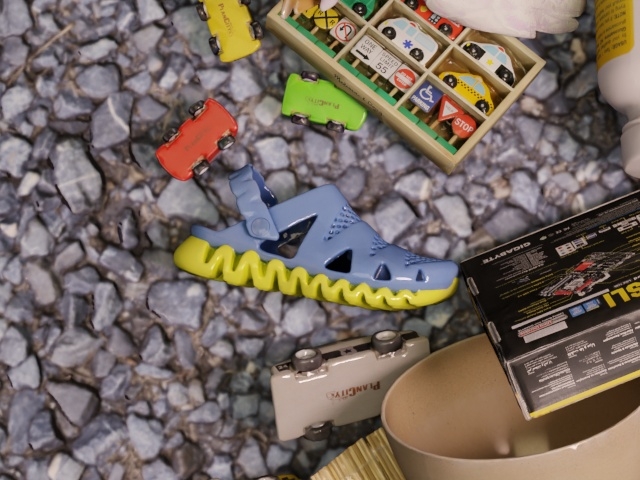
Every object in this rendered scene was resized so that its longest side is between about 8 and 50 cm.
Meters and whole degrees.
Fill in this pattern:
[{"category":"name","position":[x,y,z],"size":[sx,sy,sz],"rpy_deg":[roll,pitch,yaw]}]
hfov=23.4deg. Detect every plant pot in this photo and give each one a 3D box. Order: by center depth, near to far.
[{"category":"plant pot","position":[0.219,0.233,1.592],"size":[0.284,0.284,0.191],"rpy_deg":[-10,111,7]}]

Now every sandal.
[{"category":"sandal","position":[0.000,0.000,1.702],"size":[0.317,0.126,0.138],"rpy_deg":[12,86,6]}]

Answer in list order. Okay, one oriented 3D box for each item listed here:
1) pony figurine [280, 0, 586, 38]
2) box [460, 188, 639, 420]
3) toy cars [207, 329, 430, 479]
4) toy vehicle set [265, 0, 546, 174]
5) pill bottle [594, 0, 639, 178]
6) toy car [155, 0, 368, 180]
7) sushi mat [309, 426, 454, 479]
[{"category":"pony figurine","position":[0.113,-0.374,1.624],"size":[0.351,0.303,0.363],"rpy_deg":[2,59,7]},{"category":"box","position":[0.320,0.040,1.578],"size":[0.322,0.257,0.079],"rpy_deg":[-22,113,3]},{"category":"toy cars","position":[-0.041,0.230,1.711],"size":[0.176,0.087,0.393],"rpy_deg":[39,92,-28]},{"category":"toy vehicle set","position":[0.093,-0.216,1.707],"size":[0.267,0.035,0.166],"rpy_deg":[39,72,7]},{"category":"pill bottle","position":[0.379,-0.238,1.601],"size":[0.188,0.188,0.333],"rpy_deg":[-1,79,8]},{"category":"toy car","position":[-0.054,-0.166,1.746],"size":[0.225,0.053,0.239],"rpy_deg":[13,91,7]},{"category":"sushi mat","position":[0.128,0.348,1.662],"size":[0.151,0.019,0.316],"rpy_deg":[-29,84,-15]}]
